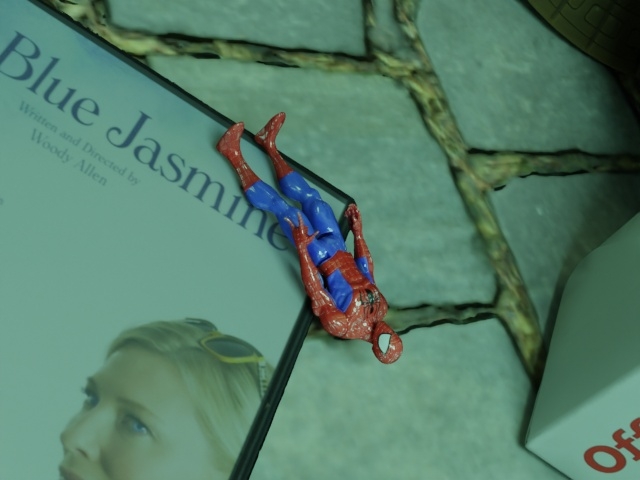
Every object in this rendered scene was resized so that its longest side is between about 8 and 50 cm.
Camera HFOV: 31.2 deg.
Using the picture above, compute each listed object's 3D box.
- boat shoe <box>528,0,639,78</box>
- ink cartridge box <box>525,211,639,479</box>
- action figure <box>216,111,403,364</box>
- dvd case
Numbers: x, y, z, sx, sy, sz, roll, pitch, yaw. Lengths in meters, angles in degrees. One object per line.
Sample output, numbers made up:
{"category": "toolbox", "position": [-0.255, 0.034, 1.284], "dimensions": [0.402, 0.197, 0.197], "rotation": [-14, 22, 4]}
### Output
{"category": "boat shoe", "position": [0.238, -0.154, 0.709], "dimensions": [0.302, 0.109, 0.098], "rotation": [22, 30, -9]}
{"category": "ink cartridge box", "position": [0.258, 0.081, 0.477], "dimensions": [0.278, 0.201, 0.117], "rotation": [35, 46, -6]}
{"category": "action figure", "position": [0.000, 0.000, 0.464], "dimensions": [0.038, 0.030, 0.115], "rotation": [-17, 72, -46]}
{"category": "dvd case", "position": [-0.096, 0.026, 0.416], "dimensions": [0.180, 0.022, 0.253], "rotation": [32, 47, -9]}
